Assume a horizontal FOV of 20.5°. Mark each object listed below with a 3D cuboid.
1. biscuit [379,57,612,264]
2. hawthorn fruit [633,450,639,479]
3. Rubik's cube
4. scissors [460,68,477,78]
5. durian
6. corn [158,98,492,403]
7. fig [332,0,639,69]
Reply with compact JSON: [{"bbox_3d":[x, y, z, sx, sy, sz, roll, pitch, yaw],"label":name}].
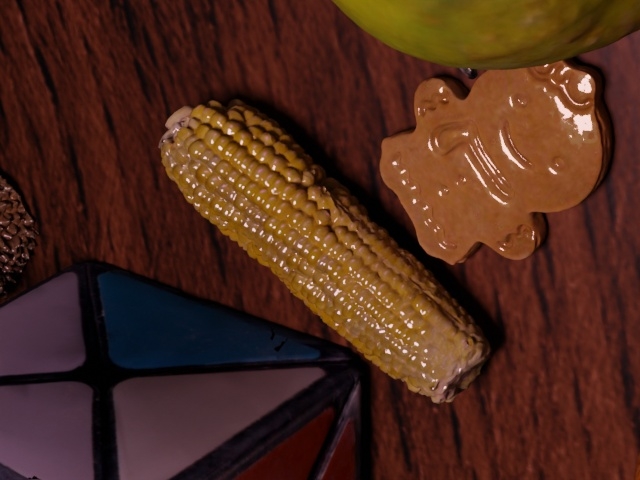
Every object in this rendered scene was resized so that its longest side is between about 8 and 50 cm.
[{"bbox_3d":[0.116,-0.051,1.162,0.184,0.027,0.133,-14,101,41],"label":"biscuit"},{"bbox_3d":[0.284,0.159,0.952,0.277,0.298,0.277,32,138,34],"label":"hawthorn fruit"},{"bbox_3d":[-0.167,0.225,1.333,0.310,0.307,0.305,16,122,32],"label":"Rubik's cube"},{"bbox_3d":[0.030,-0.235,1.116,0.109,0.022,0.300,-25,97,12],"label":"scissors"},{"bbox_3d":[-0.275,0.005,1.474,0.066,0.052,0.130,23,124,31],"label":"durian"},{"bbox_3d":[0.000,0.000,1.241,0.288,0.086,0.086,42,130,13],"label":"corn"},{"bbox_3d":[0.077,-0.233,0.967,0.326,0.258,0.258,36,131,44],"label":"fig"}]
